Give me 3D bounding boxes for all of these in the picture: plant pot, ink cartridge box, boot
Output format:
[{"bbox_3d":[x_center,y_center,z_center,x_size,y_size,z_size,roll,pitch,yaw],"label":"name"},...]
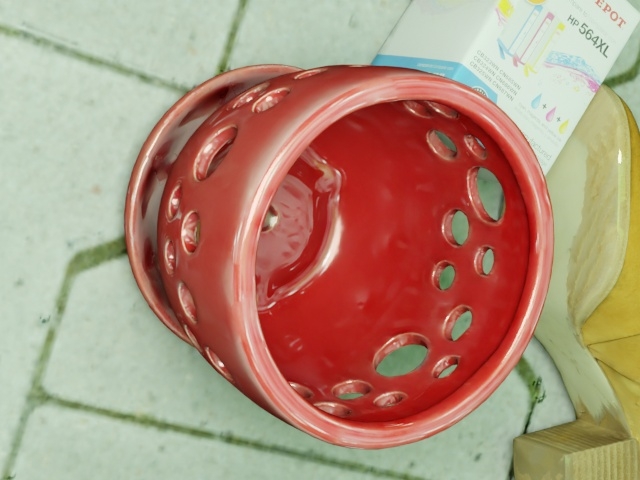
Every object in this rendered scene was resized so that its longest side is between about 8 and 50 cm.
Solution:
[{"bbox_3d":[0.000,0.000,0.900,0.191,0.174,0.191,-5,100,-29],"label":"plant pot"},{"bbox_3d":[0.108,-0.116,0.992,0.092,0.090,0.143,37,80,-29],"label":"ink cartridge box"},{"bbox_3d":[0.223,0.036,1.089,0.211,0.104,0.295,-9,108,-34],"label":"boot"}]
